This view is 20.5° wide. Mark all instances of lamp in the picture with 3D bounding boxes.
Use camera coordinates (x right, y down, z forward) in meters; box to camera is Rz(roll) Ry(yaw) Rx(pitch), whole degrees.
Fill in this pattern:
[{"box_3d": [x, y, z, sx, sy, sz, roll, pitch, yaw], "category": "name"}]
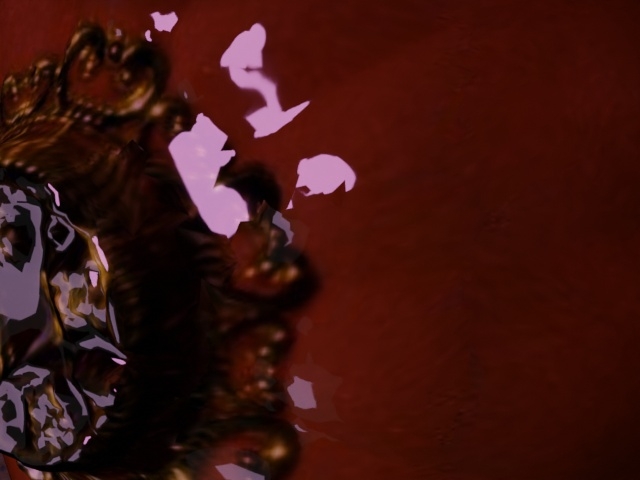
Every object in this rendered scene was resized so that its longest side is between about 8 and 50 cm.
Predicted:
[{"box_3d": [0.000, 0.000, 0.434, 0.223, 0.196, 0.223, 13, 110, 41], "category": "lamp"}]
